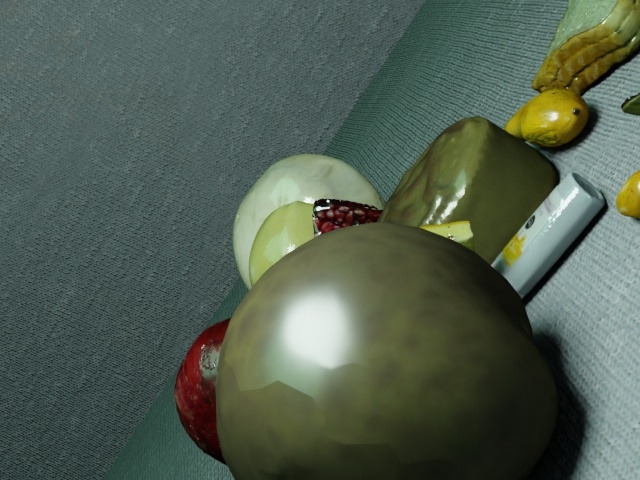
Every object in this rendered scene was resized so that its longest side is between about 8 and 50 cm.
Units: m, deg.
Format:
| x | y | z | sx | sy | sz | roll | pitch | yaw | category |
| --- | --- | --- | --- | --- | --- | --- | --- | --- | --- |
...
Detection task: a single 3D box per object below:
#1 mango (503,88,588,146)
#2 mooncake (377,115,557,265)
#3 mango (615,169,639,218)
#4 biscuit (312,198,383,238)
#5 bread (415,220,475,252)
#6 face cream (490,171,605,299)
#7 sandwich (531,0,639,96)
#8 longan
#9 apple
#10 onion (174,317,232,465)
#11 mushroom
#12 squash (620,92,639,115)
| x | y | z | sx | sy | sz | roll | pitch | yaw | category |
| --- | --- | --- | --- | --- | --- | --- | --- | --- | --- |
| 0.326 | -0.173 | 1.678 | 0.098 | 0.075 | 0.190 | -28 | 5 | -10 | mango |
| 0.192 | -0.036 | 1.679 | 0.284 | 0.156 | 0.284 | -53 | 14 | 20 | mooncake |
| 0.356 | -0.051 | 1.310 | 0.060 | 0.046 | 0.089 | -62 | 8 | -20 | mango |
| 0.057 | 0.052 | 1.792 | 0.063 | 0.151 | 0.235 | 137 | 140 | -64 | biscuit |
| 0.158 | 0.084 | 1.491 | 0.049 | 0.088 | 0.226 | -103 | 3 | -58 | bread |
| 0.271 | 0.006 | 1.475 | 0.198 | 0.057 | 0.084 | -52 | 16 | 21 | face cream |
| 0.422 | -0.347 | 1.723 | 0.226 | 0.087 | 0.251 | -33 | 26 | 61 | sandwich |
| 0.065 | 0.156 | 1.280 | 0.405 | 0.336 | 0.404 | -16 | 25 | 8 | longan |
| -0.023 | 0.037 | 1.901 | 0.200 | 0.200 | 0.200 | -53 | 12 | 17 | apple |
| -0.088 | 0.238 | 1.820 | 0.276 | 0.276 | 0.276 | -53 | 12 | 17 | onion |
| -0.028 | -0.002 | 2.141 | 0.315 | 0.315 | 0.356 | -58 | 20 | -6 | mushroom |
| 0.419 | -0.195 | 1.186 | 0.237 | 0.155 | 0.204 | -43 | 20 | 53 | squash |
